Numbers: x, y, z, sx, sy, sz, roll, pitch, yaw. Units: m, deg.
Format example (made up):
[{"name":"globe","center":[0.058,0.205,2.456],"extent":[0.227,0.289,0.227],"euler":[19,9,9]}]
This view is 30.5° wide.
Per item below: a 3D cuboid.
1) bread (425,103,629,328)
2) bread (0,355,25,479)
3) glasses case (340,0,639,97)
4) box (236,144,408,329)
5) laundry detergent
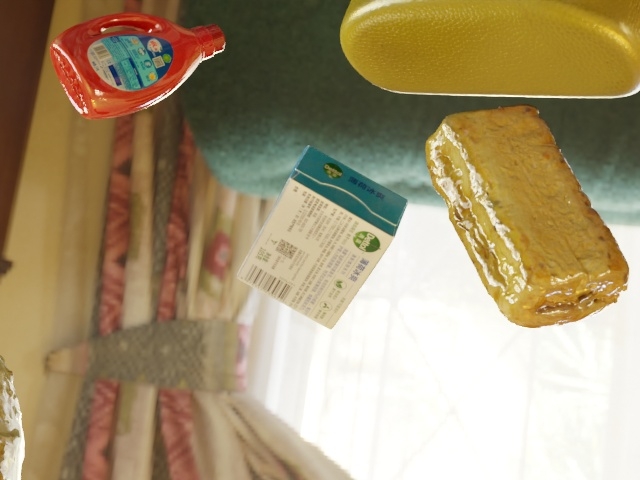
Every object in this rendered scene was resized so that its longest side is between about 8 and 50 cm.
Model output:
[{"name":"bread","center":[0.171,-0.023,1.002],"extent":[0.114,0.211,0.083],"euler":[-9,146,-17]},{"name":"bread","center":[-0.320,0.126,0.644],"extent":[0.305,0.306,0.159],"euler":[8,158,0]},{"name":"glasses case","center":[0.191,-0.258,1.285],"extent":[0.371,0.141,0.173],"euler":[6,151,37]},{"name":"box","center":[0.000,0.000,1.405],"extent":[0.139,0.073,0.194],"euler":[29,135,-3]},{"name":"laundry detergent","center":[-0.167,-0.176,1.113],"extent":[0.165,0.097,0.049],"euler":[-26,174,-32]}]
